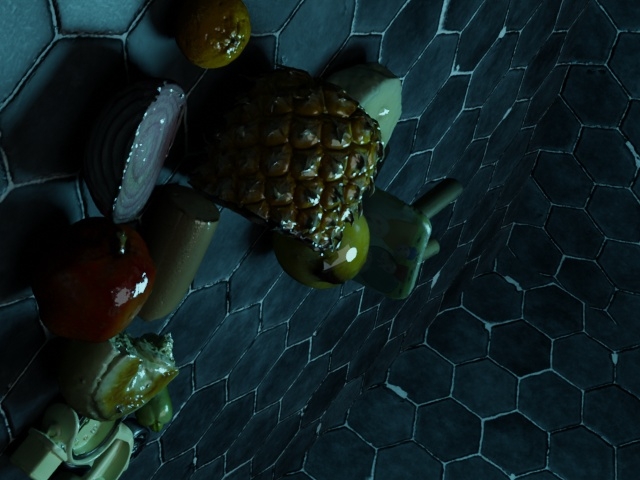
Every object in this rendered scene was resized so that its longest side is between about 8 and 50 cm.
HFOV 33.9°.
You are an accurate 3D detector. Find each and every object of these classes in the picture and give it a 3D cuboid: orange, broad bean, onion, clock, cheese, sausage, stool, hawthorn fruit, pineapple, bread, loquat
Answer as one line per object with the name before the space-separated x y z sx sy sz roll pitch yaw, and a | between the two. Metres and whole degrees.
orange | -0.174 -0.346 1.723 0.135 0.117 0.135 -41 161 -18
broad bean | -0.365 0.329 2.293 0.082 0.174 0.124 1 151 -12
onion | -0.319 -0.159 1.733 0.247 0.111 0.250 -34 146 -85
clock | -0.506 0.450 2.253 0.276 0.120 0.379 -50 154 -21
cheese | 0.059 -0.246 2.369 0.318 0.115 0.326 -21 139 -56
sausage | -0.292 0.027 2.036 0.123 0.123 0.252 -16 139 -59
stool | 0.156 -0.058 2.638 0.226 0.310 0.310 -47 161 -43
hawthorn fruit | -0.372 0.056 1.765 0.205 0.205 0.253 -31 175 -46
pineapple | -0.058 -0.159 1.994 0.300 0.352 0.352 -63 160 -4
bread | -0.412 0.254 2.057 0.192 0.171 0.314 -54 158 6
loquat | 0.000 0.000 2.472 0.235 0.235 0.235 -44 157 -25
